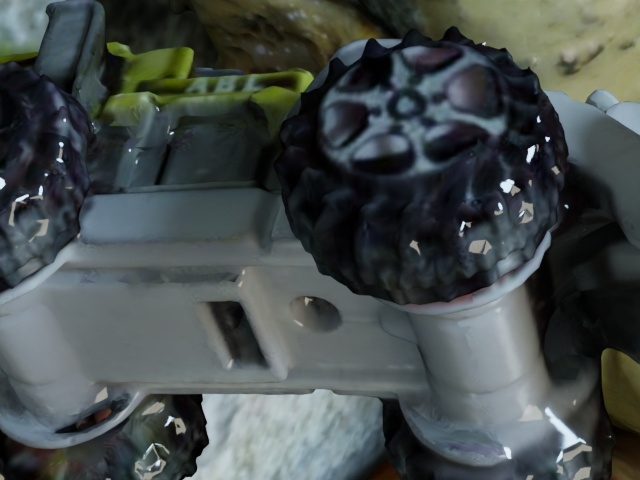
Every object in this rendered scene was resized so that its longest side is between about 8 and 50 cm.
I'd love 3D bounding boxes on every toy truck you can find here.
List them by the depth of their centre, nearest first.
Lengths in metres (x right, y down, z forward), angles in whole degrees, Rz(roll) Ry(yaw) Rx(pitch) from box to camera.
[{"bbox_3d":[0.000,0.000,0.425,0.136,0.285,0.111,69,29,-46],"label":"toy truck"}]

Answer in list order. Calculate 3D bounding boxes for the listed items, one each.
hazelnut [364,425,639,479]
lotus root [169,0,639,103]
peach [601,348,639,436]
[{"bbox_3d":[0.072,0.162,0.718,0.212,0.180,0.181,43,47,-59],"label":"hazelnut"},{"bbox_3d":[0.087,-0.146,0.541,0.310,0.182,0.183,-52,143,-22],"label":"lotus root"},{"bbox_3d":[0.165,-0.008,0.668,0.214,0.235,0.214,-30,139,-30],"label":"peach"}]
